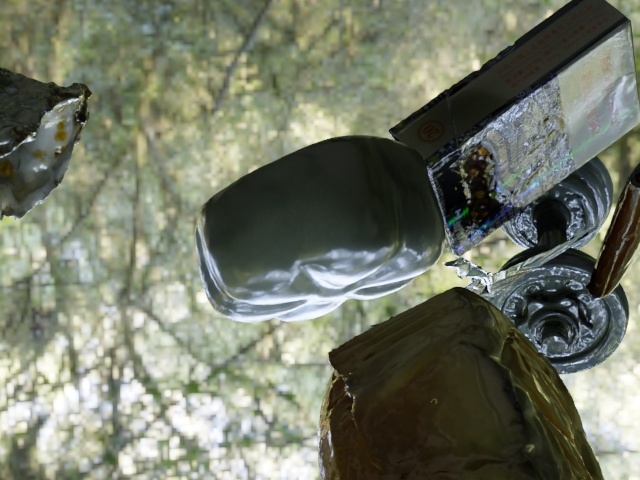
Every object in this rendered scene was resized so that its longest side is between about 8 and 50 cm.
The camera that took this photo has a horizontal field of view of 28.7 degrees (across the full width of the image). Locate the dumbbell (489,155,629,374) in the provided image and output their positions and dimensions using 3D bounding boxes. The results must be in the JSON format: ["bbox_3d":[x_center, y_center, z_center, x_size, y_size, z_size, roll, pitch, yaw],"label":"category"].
[{"bbox_3d":[0.301,0.013,1.625,0.179,0.179,0.406,3,-146,8],"label":"dumbbell"}]

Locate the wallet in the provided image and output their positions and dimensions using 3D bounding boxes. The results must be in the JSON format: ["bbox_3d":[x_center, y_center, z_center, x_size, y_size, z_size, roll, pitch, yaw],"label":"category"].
[{"bbox_3d":[0.214,-0.028,0.809,0.026,0.095,0.176,32,161,18],"label":"wallet"}]

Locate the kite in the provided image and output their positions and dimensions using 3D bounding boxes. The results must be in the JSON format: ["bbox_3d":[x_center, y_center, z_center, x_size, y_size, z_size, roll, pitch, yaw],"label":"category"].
[{"bbox_3d":[0.144,0.032,1.118,0.229,0.012,0.250,-26,167,9],"label":"kite"}]

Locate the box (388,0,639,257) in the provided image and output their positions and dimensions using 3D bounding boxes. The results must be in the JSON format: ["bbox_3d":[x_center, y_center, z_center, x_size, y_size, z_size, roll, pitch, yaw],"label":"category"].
[{"bbox_3d":[0.248,-0.140,1.537,0.310,0.198,0.084,-36,-127,-7],"label":"box"}]

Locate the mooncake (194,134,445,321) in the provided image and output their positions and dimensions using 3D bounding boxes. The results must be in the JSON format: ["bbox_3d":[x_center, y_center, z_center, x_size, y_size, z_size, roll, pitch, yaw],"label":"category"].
[{"bbox_3d":[0.000,0.000,1.309,0.275,0.135,0.275,-15,164,-5],"label":"mooncake"}]

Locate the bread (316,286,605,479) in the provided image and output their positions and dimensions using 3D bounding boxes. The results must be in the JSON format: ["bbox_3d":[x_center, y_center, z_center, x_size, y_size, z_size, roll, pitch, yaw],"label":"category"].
[{"bbox_3d":[0.120,0.215,0.955,0.183,0.236,0.388,-34,-137,18],"label":"bread"}]

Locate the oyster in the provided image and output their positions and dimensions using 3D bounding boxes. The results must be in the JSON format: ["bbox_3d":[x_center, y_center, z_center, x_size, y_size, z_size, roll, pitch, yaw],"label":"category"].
[{"bbox_3d":[-0.372,-0.116,1.488,0.110,0.166,0.341,15,-137,4],"label":"oyster"}]
